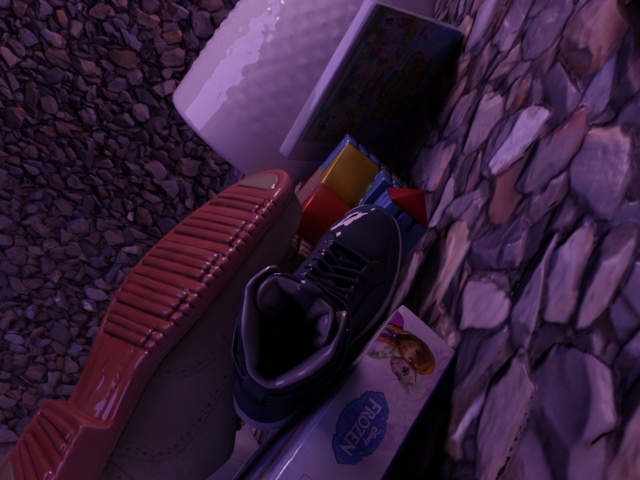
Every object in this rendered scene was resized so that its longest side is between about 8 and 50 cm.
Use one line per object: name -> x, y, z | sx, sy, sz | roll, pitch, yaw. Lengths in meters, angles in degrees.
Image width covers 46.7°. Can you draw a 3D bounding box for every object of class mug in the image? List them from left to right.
mug -> 0.011, -0.259, 1.099 | 0.328, 0.276, 0.374 | -51, -13, 15

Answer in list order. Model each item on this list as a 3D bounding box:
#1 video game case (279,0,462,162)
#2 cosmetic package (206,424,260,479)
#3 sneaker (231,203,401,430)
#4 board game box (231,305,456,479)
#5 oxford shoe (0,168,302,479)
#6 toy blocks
video game case -> 0.066, -0.185, 0.917 | 0.023, 0.193, 0.212 | 47, 120, 27
cosmetic package -> -0.174, 0.347, 0.940 | 0.224, 0.138, 0.225 | -67, 12, -5
sneaker -> 0.008, 0.037, 0.588 | 0.226, 0.086, 0.163 | -57, -11, -23
board game box -> -0.056, 0.239, 0.596 | 0.318, 0.066, 0.318 | -45, -5, -46
oxford shoe -> -0.125, 0.115, 0.669 | 0.397, 0.146, 0.140 | -55, 31, -11
toy blocks -> 0.000, 0.000, 0.853 | 0.261, 0.191, 0.381 | -49, 10, 13
